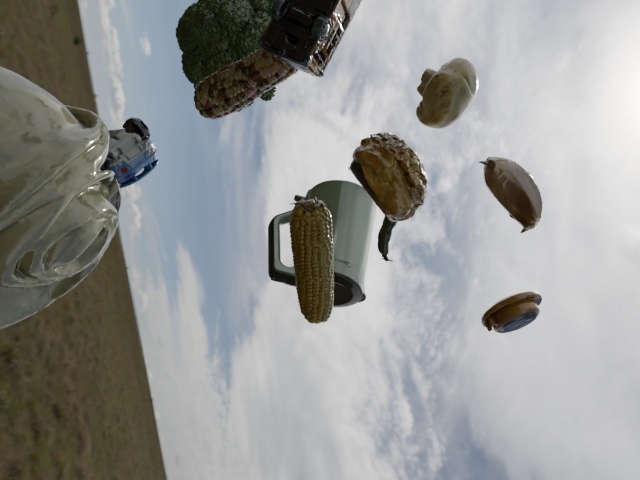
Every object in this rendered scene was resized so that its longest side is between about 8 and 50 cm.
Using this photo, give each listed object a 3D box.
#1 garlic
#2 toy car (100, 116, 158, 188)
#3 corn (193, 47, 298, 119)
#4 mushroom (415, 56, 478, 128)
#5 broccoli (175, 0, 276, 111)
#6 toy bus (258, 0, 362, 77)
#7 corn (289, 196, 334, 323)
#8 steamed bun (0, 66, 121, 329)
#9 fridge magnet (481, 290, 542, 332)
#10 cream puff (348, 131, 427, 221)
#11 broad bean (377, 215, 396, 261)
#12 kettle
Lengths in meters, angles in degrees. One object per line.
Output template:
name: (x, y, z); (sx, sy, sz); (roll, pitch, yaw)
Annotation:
garlic: (0.409, -0.121, 1.110); (0.090, 0.128, 0.198); (-29, -73, 32)
toy car: (-0.586, -0.214, 1.370); (0.314, 0.198, 0.166); (3, -53, 30)
corn: (-0.153, -0.319, 1.015); (0.280, 0.092, 0.092); (-13, -93, 42)
mushroom: (0.251, -0.296, 1.023); (0.112, 0.148, 0.148); (30, -42, 12)
broccoli: (-0.240, -0.542, 1.426); (0.413, 0.310, 0.321); (-30, -149, 27)
toy bus: (-0.005, -0.368, 0.811); (0.201, 0.098, 0.114); (-62, 166, 5)
corn: (-0.018, 0.052, 1.223); (0.106, 0.106, 0.305); (-156, -120, -63)
steamed bun: (-0.415, -0.044, 0.694); (0.342, 0.255, 0.368); (-77, -173, -62)
fridge magnet: (0.429, 0.161, 1.134); (0.143, 0.143, 0.063); (110, -32, -50)
cream puff: (0.144, -0.134, 1.027); (0.189, 0.129, 0.189); (54, 5, -7)
broad bean: (0.201, -0.048, 1.408); (0.039, 0.069, 0.227); (-129, -129, -59)
kettle: (0.000, 0.000, 1.706); (0.250, 0.361, 0.377); (126, -21, -53)
